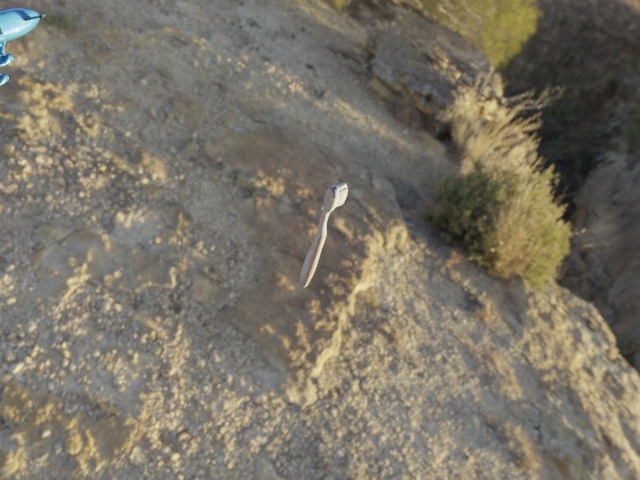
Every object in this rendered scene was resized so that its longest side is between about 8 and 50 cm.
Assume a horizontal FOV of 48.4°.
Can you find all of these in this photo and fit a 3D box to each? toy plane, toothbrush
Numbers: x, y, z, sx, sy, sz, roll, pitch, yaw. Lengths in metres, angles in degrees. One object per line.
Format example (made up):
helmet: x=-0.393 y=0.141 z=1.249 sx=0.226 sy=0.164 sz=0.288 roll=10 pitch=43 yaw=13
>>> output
toy plane: x=-0.535 y=-0.318 z=1.096 sx=0.105 sy=0.254 sz=0.271 roll=4 pitch=30 yaw=35
toothbrush: x=0.000 y=0.000 z=1.189 sx=0.030 sy=0.307 sz=0.025 roll=-22 pitch=65 yaw=-25
